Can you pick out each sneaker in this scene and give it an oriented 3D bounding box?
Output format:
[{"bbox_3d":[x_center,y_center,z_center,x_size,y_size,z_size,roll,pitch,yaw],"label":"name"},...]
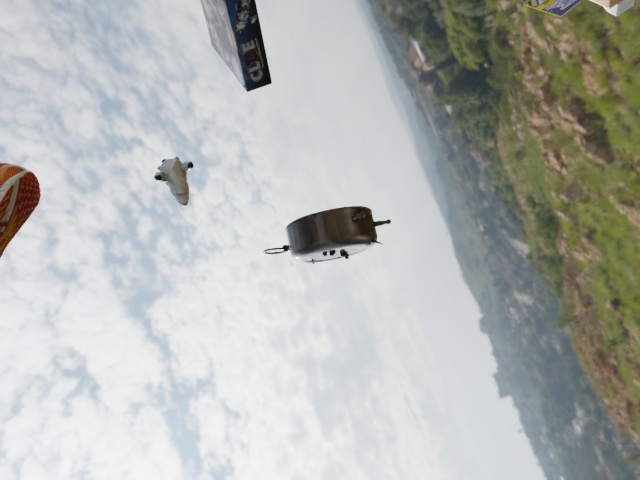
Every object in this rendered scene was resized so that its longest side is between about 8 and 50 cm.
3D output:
[{"bbox_3d":[-0.346,-0.003,0.617,0.064,0.068,0.175,81,-149,-53],"label":"sneaker"}]

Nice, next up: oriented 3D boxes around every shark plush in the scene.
[{"bbox_3d":[-0.284,-0.118,1.205,0.161,0.073,0.067,31,145,54],"label":"shark plush"}]

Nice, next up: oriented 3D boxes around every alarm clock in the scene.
[{"bbox_3d":[0.000,0.000,0.931,0.129,0.192,0.064,8,-109,-63],"label":"alarm clock"}]

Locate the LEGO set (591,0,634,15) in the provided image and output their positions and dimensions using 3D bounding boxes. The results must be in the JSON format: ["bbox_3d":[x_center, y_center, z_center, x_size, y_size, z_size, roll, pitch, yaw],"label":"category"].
[{"bbox_3d":[0.402,-0.303,0.606,0.107,0.287,0.132,92,176,-74],"label":"LEGO set"}]

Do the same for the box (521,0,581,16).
[{"bbox_3d":[0.324,-0.361,0.890,0.169,0.059,0.054,-16,-106,-52],"label":"box"}]

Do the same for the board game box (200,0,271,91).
[{"bbox_3d":[-0.137,-0.353,0.885,0.243,0.042,0.165,80,162,-45],"label":"board game box"}]
